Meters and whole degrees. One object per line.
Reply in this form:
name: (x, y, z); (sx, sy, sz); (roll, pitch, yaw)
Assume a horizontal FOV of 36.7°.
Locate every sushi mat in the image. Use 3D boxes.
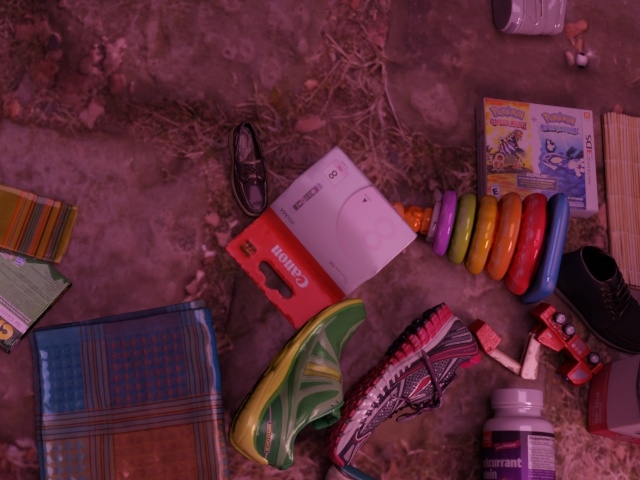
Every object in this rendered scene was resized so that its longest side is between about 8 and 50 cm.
sushi mat: (0.567, -0.066, 1.672); (0.151, 0.019, 0.317); (5, 74, -13)

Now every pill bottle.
pill bottle: (0.299, 0.324, 1.453); (0.108, 0.108, 0.194); (5, 74, -12)

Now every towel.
towel: (-0.259, 0.278, 1.315); (0.271, 0.040, 0.370); (-10, 75, 8)
towel: (-0.475, -0.043, 1.385); (0.237, 0.021, 0.102); (18, 55, -16)

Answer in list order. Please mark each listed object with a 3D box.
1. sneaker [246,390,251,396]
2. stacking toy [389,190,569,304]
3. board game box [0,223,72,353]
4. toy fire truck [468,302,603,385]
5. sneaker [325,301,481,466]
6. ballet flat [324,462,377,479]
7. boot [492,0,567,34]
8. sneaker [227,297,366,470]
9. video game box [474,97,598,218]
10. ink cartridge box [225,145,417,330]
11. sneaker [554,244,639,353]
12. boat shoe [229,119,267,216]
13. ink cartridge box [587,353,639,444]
sneaker: (-0.057, 0.225, 1.433); (0.119, 0.047, 0.057); (-22, 70, -19)
stacking toy: (0.228, -0.016, 1.525); (0.301, 0.175, 0.166); (13, 77, 4)
board game box: (-0.502, 0.029, 1.384); (0.259, 0.030, 0.136); (40, 68, 0)
toy fire truck: (0.342, 0.173, 1.530); (0.135, 0.047, 0.192); (-42, 97, -4)
sneaker: (0.124, 0.224, 1.433); (0.299, 0.121, 0.112); (-43, 90, -20)
ballet flat: (0.082, 0.381, 1.424); (0.168, 0.057, 0.052); (27, 98, -1)
boot: (0.371, -0.485, 1.710); (0.123, 0.095, 0.258); (2, 83, -19)
sneaker: (-0.016, 0.204, 1.378); (0.123, 0.109, 0.295); (40, 58, -3)
video game box: (0.365, -0.139, 1.629); (0.205, 0.048, 0.187); (4, 72, -13)
ink cartridge box: (0.000, 0.000, 1.468); (0.232, 0.066, 0.189); (-41, 87, -8)
sneaker: (0.472, 0.099, 1.550); (0.222, 0.118, 0.083); (38, 70, -1)
boat shoe: (-0.113, -0.114, 1.504); (0.056, 0.049, 0.152); (-11, 78, -16)
ink cartridge box: (0.563, 0.244, 1.446); (0.207, 0.283, 0.117); (15, 72, -9)
